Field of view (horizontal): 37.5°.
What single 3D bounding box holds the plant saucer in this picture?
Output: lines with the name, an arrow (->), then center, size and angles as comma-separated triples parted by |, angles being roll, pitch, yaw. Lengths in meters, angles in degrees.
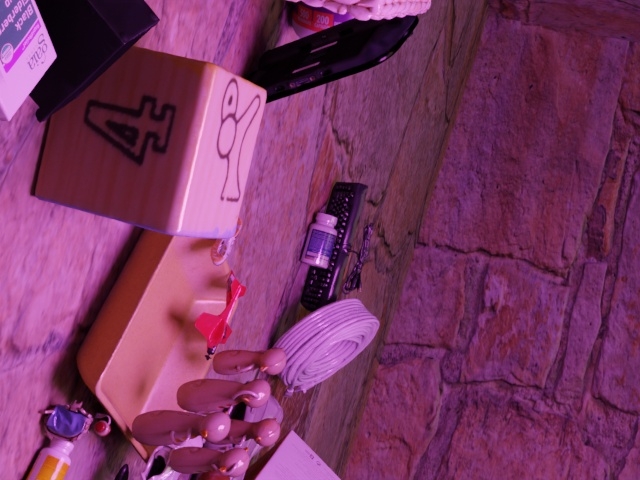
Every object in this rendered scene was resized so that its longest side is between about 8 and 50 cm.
plant saucer -> -0.245, 0.136, 1.408 | 0.333, 0.081, 0.333 | 80, 28, -57

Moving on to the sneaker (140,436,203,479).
sneaker -> -0.221, 0.323, 1.412 | 0.152, 0.053, 0.061 | -60, 155, -43

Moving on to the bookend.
bookend -> -0.274, -0.230, 0.951 | 0.157, 0.156, 0.072 | -32, -166, 36

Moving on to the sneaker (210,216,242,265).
sneaker -> -0.147, 0.001, 1.440 | 0.037, 0.032, 0.083 | 103, 13, -65

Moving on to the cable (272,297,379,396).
cable -> 0.009, 0.232, 2.129 | 0.257, 0.089, 0.257 | -27, 156, -16

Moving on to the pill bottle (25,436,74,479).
pill bottle -> -0.356, 0.302, 1.234 | 0.043, 0.043, 0.083 | 78, 31, -58

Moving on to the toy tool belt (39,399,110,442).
toy tool belt -> -0.320, 0.236, 1.228 | 0.051, 0.083, 0.052 | 77, 22, -63

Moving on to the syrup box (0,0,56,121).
syrup box -> -0.318, -0.220, 0.801 | 0.237, 0.096, 0.093 | 81, 27, -53

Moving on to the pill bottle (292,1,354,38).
pill bottle -> 0.048, -0.512, 1.662 | 0.181, 0.181, 0.323 | -52, 151, -56

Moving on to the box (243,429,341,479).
box -> -0.126, 0.578, 1.903 | 0.215, 0.168, 0.345 | -44, 179, 26

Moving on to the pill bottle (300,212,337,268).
pill bottle -> 0.000, 0.000, 2.167 | 0.067, 0.067, 0.120 | 31, 74, -74

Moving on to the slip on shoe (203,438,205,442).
slip on shoe -> -0.235, 0.333, 1.681 | 0.041, 0.051, 0.135 | -70, 156, -10

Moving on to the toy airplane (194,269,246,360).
toy airplane -> -0.154, 0.121, 1.510 | 0.151, 0.028, 0.151 | 14, 90, -73

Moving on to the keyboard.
keyboard -> 0.046, 0.019, 2.180 | 0.033, 0.201, 0.317 | 19, 84, -38

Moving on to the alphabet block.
alphabet block -> -0.198, -0.119, 1.134 | 0.192, 0.193, 0.197 | 5, 99, -76

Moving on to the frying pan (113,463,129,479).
frying pan -> -0.365, 0.499, 1.361 | 0.197, 0.053, 0.326 | -31, 134, -68

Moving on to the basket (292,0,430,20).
basket -> 0.009, -0.475, 1.306 | 0.331, 0.328, 0.267 | -40, 146, -65

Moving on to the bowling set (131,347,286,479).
bowling set -> -0.125, 0.287, 1.389 | 0.287, 0.154, 0.200 | -41, 119, -57

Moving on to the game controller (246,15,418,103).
game controller -> 0.007, -0.295, 1.533 | 0.067, 0.319, 0.166 | 51, 45, -30

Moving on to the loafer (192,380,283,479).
loafer -> -0.193, 0.418, 1.840 | 0.111, 0.112, 0.319 | 50, 51, -23
